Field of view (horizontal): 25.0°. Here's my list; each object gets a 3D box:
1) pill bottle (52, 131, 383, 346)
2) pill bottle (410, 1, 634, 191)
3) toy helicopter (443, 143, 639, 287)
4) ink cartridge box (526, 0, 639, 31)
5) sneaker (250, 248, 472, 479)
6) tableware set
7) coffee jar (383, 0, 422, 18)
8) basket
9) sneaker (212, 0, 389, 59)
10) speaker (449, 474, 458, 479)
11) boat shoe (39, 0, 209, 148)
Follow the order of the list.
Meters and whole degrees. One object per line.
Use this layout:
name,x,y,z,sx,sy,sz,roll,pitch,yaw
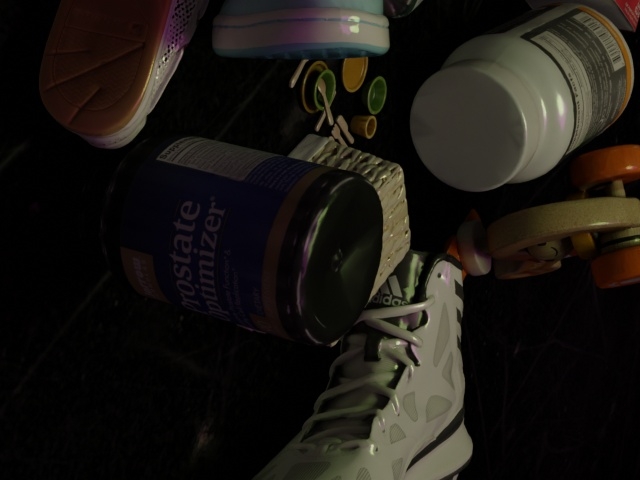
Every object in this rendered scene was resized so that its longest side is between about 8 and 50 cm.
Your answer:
pill bottle,-0.076,-0.009,1.017,0.123,0.219,0.123,-34,131,-52
pill bottle,0.217,-0.154,1.546,0.278,0.162,0.162,-32,129,-52
toy helicopter,0.240,0.009,1.639,0.355,0.235,0.140,99,-20,-80
ink cartridge box,0.315,-0.352,1.666,0.127,0.128,0.176,26,81,-62
sneaker,0.025,0.140,1.376,0.447,0.169,0.257,-27,117,-65
tableware set,0.024,-0.144,1.344,0.104,0.024,0.154,-65,150,-19
coffee jar,0.089,-0.279,1.320,0.184,0.096,0.079,-45,161,-45
basket,0.000,0.000,1.282,0.167,0.103,0.113,-51,144,-40
sneaker,-0.018,-0.240,1.041,0.319,0.127,0.208,-114,-157,-75
speaker,0.118,0.318,1.695,0.136,0.055,0.055,-67,151,-14
boat shoe,-0.118,-0.195,1.002,0.096,0.098,0.277,71,40,-78
